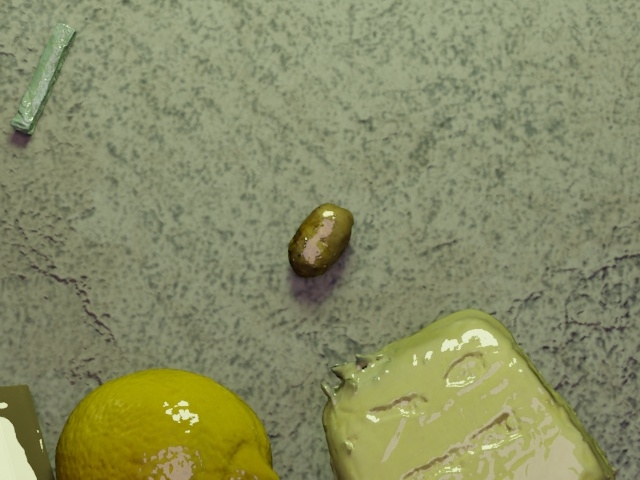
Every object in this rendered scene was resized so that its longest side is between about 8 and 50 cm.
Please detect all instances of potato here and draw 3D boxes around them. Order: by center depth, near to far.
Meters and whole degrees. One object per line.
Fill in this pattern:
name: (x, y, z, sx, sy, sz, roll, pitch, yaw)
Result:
potato: (0.000, 0.000, 1.728, 0.051, 0.040, 0.083, 39, 80, -10)

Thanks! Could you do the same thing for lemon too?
lemon: (-0.146, 0.213, 1.608, 0.244, 0.187, 0.186, 11, 77, 30)

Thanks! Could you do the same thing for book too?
book: (-0.319, 0.222, 1.608, 0.138, 0.016, 0.198, -4, 50, -25)

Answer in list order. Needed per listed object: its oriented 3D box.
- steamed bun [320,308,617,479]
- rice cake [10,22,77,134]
steamed bun: (0.136, 0.211, 1.641, 0.232, 0.166, 0.273, -36, 72, -4)
rice cake: (-0.280, -0.164, 1.744, 0.022, 0.021, 0.121, 21, 79, 9)
